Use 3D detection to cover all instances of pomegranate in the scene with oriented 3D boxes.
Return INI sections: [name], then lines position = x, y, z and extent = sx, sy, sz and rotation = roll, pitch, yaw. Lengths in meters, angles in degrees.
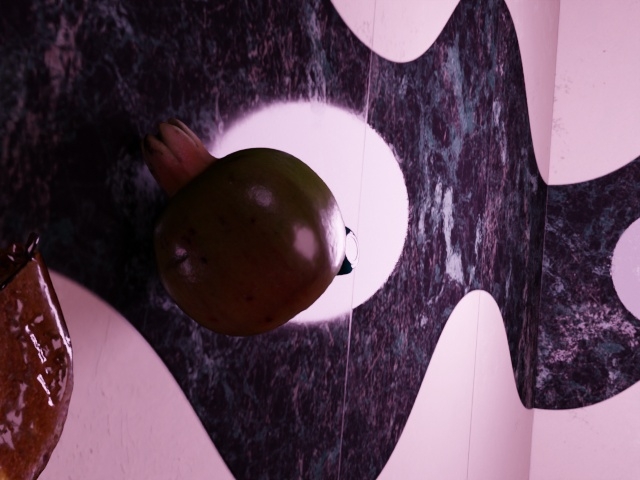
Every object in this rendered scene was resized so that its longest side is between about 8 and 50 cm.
[pomegranate]
position = -0.078, -0.020, 0.673
extent = 0.209, 0.180, 0.180
rotation = 55, 37, -8

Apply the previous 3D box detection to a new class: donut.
[donut]
position = -0.240, 0.109, 0.442
extent = 0.217, 0.085, 0.141
rotation = -52, 137, -47

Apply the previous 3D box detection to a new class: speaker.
[speaker]
position = 0.002, -0.003, 0.908
extent = 0.060, 0.075, 0.094
rotation = -14, 96, -61
